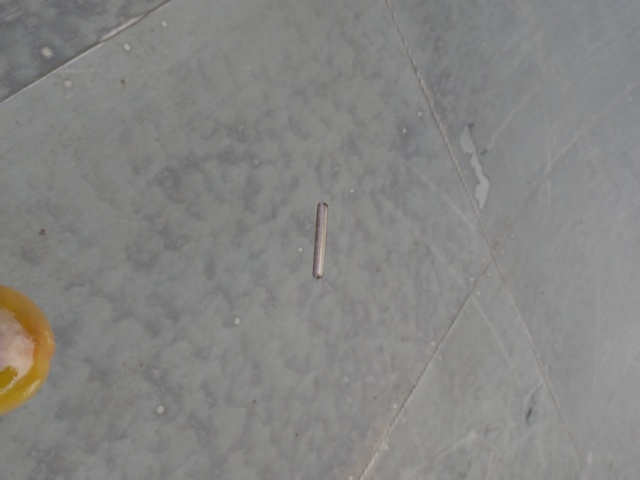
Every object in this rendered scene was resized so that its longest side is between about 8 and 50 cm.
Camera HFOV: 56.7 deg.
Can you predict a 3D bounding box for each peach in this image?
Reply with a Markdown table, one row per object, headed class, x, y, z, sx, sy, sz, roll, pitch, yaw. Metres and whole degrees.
| class | x | y | z | sx | sy | sz | roll | pitch | yaw |
| --- | --- | --- | --- | --- | --- | --- | --- | --- | --- |
| peach | -0.330 | 0.110 | 0.579 | 0.138 | 0.138 | 0.138 | 1 | 89 | -45 |

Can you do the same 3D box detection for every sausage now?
| class | x | y | z | sx | sy | sz | roll | pitch | yaw |
| --- | --- | --- | --- | --- | --- | --- | --- | --- | --- |
| sausage | 0.000 | 0.000 | 0.721 | 0.015 | 0.015 | 0.100 | 4 | 90 | -45 |
